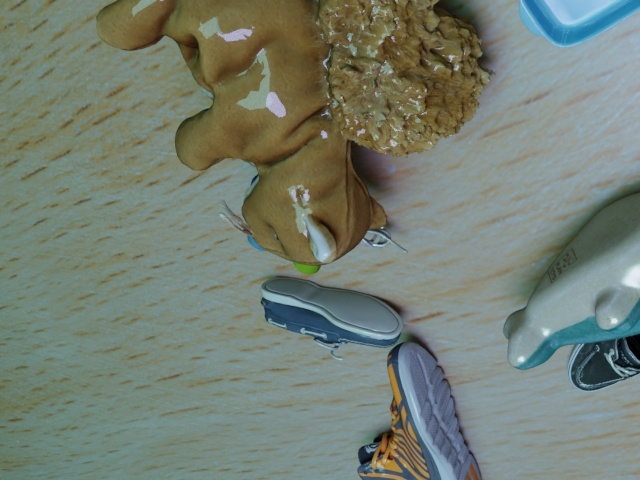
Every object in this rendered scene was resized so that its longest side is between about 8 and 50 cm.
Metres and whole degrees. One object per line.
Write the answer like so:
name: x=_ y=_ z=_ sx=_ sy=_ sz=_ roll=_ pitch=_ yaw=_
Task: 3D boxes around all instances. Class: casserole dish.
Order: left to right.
casserole dish: x=0.308 y=-0.296 z=0.815 sx=0.188 sy=0.037 sz=0.114 roll=-29 pitch=110 yaw=38

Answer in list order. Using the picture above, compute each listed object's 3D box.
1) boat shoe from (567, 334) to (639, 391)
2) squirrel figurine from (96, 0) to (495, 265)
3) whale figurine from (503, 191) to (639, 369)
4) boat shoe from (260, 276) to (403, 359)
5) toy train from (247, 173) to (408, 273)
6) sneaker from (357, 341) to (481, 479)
boat shoe: x=0.401 y=0.138 z=0.972 sx=0.077 sy=0.070 sz=0.219 roll=40 pitch=127 yaw=6
squirrel figurine: x=0.001 y=-0.162 z=0.901 sx=0.396 sy=0.281 sz=0.371 roll=-19 pitch=93 yaw=25
whale figurine: x=0.346 y=0.068 z=0.885 sx=0.141 sy=0.216 sz=0.272 roll=43 pitch=109 yaw=-8
boat shoe: x=0.013 y=0.127 z=1.173 sx=0.254 sy=0.095 sz=0.079 roll=12 pitch=118 yaw=26
toy train: x=0.000 y=0.000 z=1.119 sx=0.248 sy=0.105 sz=0.143 roll=33 pitch=137 yaw=10
sneaker: x=0.126 y=0.314 z=1.186 sx=0.180 sy=0.124 sz=0.321 roll=-10 pitch=109 yaw=32
